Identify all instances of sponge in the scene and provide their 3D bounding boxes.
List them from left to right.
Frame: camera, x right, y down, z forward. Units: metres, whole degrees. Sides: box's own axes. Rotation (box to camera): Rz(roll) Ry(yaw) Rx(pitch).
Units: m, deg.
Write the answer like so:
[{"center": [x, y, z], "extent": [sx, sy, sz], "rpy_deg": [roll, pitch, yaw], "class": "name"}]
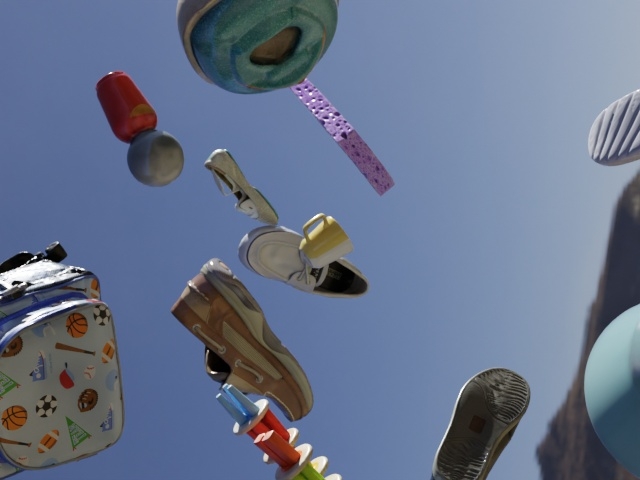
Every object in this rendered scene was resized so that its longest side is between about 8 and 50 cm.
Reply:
[{"center": [0.023, -0.155, 1.577], "extent": [0.031, 0.210, 0.117], "rpy_deg": [-40, -49, 3], "class": "sponge"}]

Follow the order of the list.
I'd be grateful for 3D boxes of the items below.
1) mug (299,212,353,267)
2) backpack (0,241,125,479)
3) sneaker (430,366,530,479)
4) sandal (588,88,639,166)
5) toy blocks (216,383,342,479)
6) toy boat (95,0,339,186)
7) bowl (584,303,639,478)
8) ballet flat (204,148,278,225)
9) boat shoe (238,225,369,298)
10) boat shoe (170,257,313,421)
[{"center": [0.000, 0.002, 1.654], "extent": [0.078, 0.064, 0.062], "rpy_deg": [57, 170, -11], "class": "mug"}, {"center": [-0.374, 0.167, 1.363], "extent": [0.263, 0.213, 0.276], "rpy_deg": [-15, -76, -36], "class": "backpack"}, {"center": [0.189, 0.260, 1.448], "extent": [0.222, 0.083, 0.118], "rpy_deg": [-46, -21, -42], "class": "sneaker"}, {"center": [0.400, -0.136, 1.162], "extent": [0.076, 0.265, 0.102], "rpy_deg": [26, -122, -36], "class": "sandal"}, {"center": [-0.051, 0.222, 1.256], "extent": [0.054, 0.148, 0.123], "rpy_deg": [-45, 12, -5], "class": "toy blocks"}, {"center": [-0.110, -0.199, 1.330], "extent": [0.148, 0.318, 0.267], "rpy_deg": [58, -171, 15], "class": "toy boat"}, {"center": [0.536, 0.191, 1.603], "extent": [0.163, 0.311, 0.311], "rpy_deg": [74, -151, -64], "class": "bowl"}, {"center": [-0.141, -0.082, 1.987], "extent": [0.052, 0.168, 0.057], "rpy_deg": [-43, 8, -27], "class": "ballet flat"}, {"center": [-0.023, 0.049, 2.013], "extent": [0.267, 0.088, 0.096], "rpy_deg": [26, -90, -40], "class": "boat shoe"}, {"center": [-0.117, 0.165, 1.670], "extent": [0.116, 0.123, 0.324], "rpy_deg": [-39, -53, -10], "class": "boat shoe"}]
